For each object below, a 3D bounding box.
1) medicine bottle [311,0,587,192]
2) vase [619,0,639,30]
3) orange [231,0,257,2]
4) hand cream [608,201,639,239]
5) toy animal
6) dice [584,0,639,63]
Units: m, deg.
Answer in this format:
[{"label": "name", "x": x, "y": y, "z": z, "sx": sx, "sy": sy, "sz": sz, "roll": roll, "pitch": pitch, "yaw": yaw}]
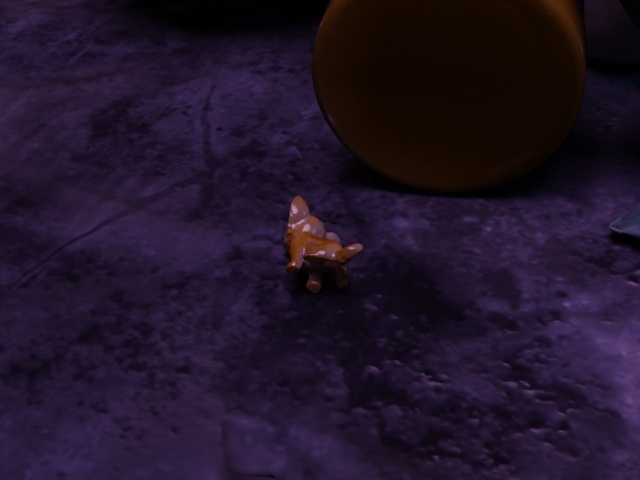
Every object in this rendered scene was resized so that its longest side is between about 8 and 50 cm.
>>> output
[{"label": "medicine bottle", "x": 0.128, "y": -0.202, "z": 0.985, "sx": 0.238, "sy": 0.237, "sz": 0.232, "roll": 4, "pitch": 39, "yaw": 11}, {"label": "vase", "x": 0.354, "y": -0.219, "z": 0.882, "sx": 0.245, "sy": 0.291, "sz": 0.245, "roll": -38, "pitch": 25, "yaw": 22}, {"label": "orange", "x": -0.080, "y": -0.474, "z": 1.269, "sx": 0.424, "sy": 0.326, "sz": 0.424, "roll": -9, "pitch": 49, "yaw": 10}, {"label": "hand cream", "x": 0.392, "y": 0.013, "z": 0.830, "sx": 0.111, "sy": 0.070, "sz": 0.312, "roll": -35, "pitch": 44, "yaw": -28}, {"label": "toy animal", "x": 0.000, "y": 0.000, "z": 0.896, "sx": 0.081, "sy": 0.060, "sz": 0.083, "roll": -34, "pitch": 30, "yaw": 29}, {"label": "dice", "x": 0.340, "y": -0.393, "z": 1.139, "sx": 0.277, "sy": 0.304, "sz": 0.304, "roll": -27, "pitch": 44, "yaw": -23}]
